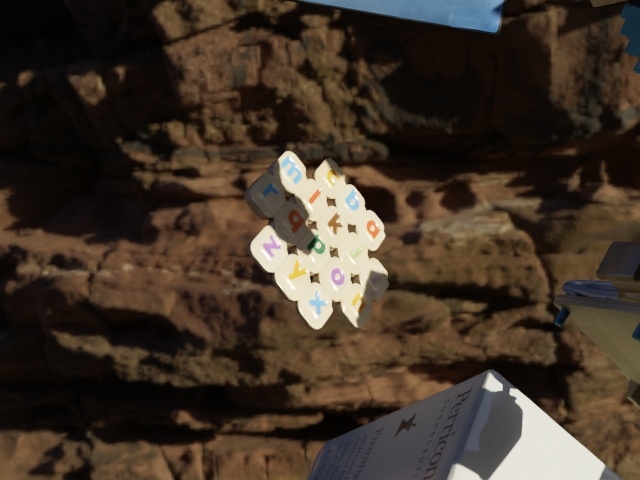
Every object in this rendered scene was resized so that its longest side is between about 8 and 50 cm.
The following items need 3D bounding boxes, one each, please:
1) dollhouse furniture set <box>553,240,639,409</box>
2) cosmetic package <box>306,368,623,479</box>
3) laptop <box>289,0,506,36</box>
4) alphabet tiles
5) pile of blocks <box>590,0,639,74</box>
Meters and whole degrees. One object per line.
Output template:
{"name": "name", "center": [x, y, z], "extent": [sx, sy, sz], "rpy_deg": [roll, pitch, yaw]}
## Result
{"name": "dollhouse furniture set", "center": [0.355, 0.030, 0.744], "extent": [0.198, 0.286, 0.303], "rpy_deg": [-53, 18, -14]}
{"name": "cosmetic package", "center": [0.161, 0.433, 1.042], "extent": [0.393, 0.327, 0.329], "rpy_deg": [-39, 15, 47]}
{"name": "laptop", "center": [0.082, -0.501, 0.981], "extent": [0.382, 0.236, 0.408], "rpy_deg": [11, -26, 4]}
{"name": "alphabet tiles", "center": [0.000, 0.000, 1.297], "extent": [0.021, 0.284, 0.278], "rpy_deg": [-26, 19, 42]}
{"name": "pile of blocks", "center": [0.394, -0.292, 0.911], "extent": [0.149, 0.362, 0.112], "rpy_deg": [3, 46, 42]}
